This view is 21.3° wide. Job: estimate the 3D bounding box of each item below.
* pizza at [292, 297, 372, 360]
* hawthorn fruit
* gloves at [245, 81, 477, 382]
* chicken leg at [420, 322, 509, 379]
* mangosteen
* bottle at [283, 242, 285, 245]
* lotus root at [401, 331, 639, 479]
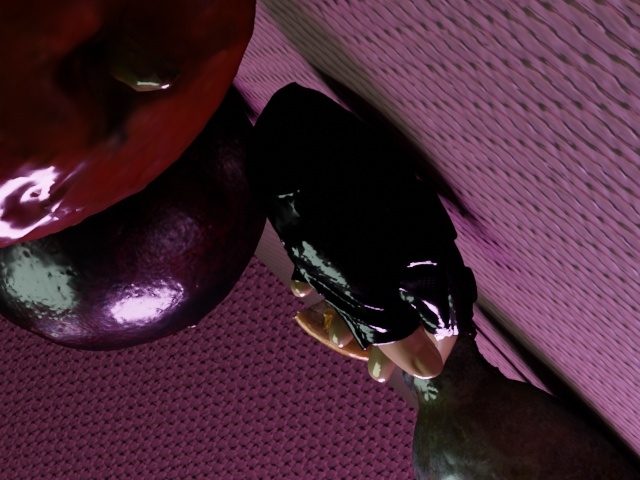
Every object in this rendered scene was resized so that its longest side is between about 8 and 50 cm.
[{"bbox_3d":[0.040,0.068,1.759,0.123,0.108,0.026,22,153,-1],"label":"pizza"},{"bbox_3d":[-0.163,-0.126,0.847,0.299,0.275,0.275,29,166,38],"label":"hawthorn fruit"},{"bbox_3d":[0.033,0.012,1.119,0.203,0.124,0.164,47,-166,-36],"label":"gloves"},{"bbox_3d":[0.112,0.079,1.506,0.253,0.051,0.106,45,171,-39],"label":"chicken leg"},{"bbox_3d":[-0.210,-0.065,1.597,0.347,0.307,0.307,59,169,-29],"label":"mangosteen"},{"bbox_3d":[0.000,0.000,1.745,0.217,0.060,0.060,45,176,19],"label":"bottle"},{"bbox_3d":[0.186,0.224,1.427,0.349,0.175,0.175,46,175,-17],"label":"lotus root"}]
